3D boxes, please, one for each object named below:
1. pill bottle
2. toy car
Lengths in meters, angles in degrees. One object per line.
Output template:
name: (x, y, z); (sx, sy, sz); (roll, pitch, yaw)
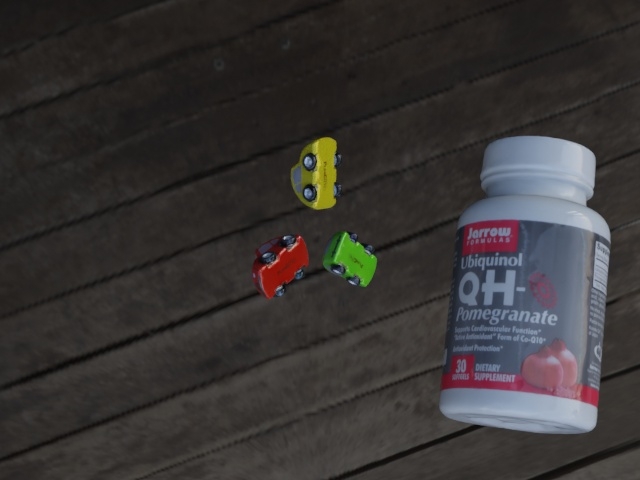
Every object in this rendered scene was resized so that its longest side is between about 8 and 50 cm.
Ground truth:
pill bottle: (0.237, 0.052, 1.356); (0.176, 0.176, 0.318); (7, 77, 2)
toy car: (0.000, 0.000, 1.654); (0.053, 0.225, 0.239); (10, 70, 40)
